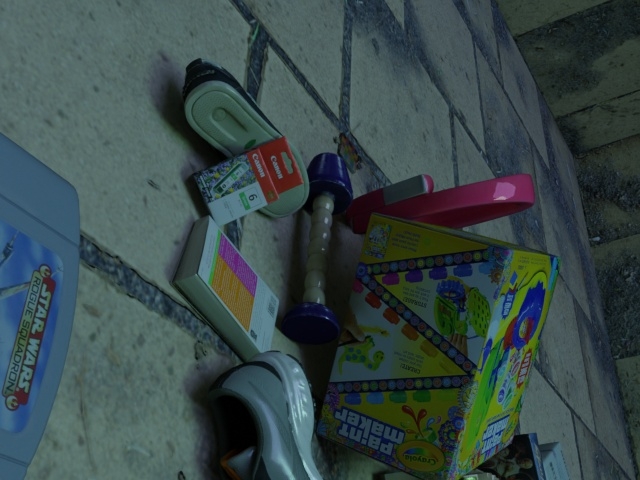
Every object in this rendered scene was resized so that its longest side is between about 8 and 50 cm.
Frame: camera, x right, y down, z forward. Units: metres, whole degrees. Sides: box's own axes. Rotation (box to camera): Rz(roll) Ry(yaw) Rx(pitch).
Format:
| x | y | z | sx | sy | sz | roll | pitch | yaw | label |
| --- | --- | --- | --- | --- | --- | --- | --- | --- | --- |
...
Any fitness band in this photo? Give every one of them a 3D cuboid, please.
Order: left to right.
| x | y | z | sx | sy | sz | roll | pitch | yaw | label |
| --- | --- | --- | --- | --- | --- | --- | --- | --- | --- |
| 0.167 | -0.046 | 1.133 | 0.208 | 0.290 | 0.054 | 1 | 80 | -38 | fitness band |

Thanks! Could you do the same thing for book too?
| x | y | z | sx | sy | sz | roll | pitch | yaw | label |
| --- | --- | --- | --- | --- | --- | --- | --- | --- | --- |
| -0.095 | 0.054 | 0.848 | 0.144 | 0.035 | 0.096 | 54 | 28 | -33 | book |

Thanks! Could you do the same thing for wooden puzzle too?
| x | y | z | sx | sy | sz | roll | pitch | yaw | label |
| --- | --- | --- | --- | --- | --- | --- | --- | --- | --- |
| 0.044 | -0.140 | 1.265 | 0.083 | 0.006 | 0.049 | 50 | 34 | -38 | wooden puzzle |

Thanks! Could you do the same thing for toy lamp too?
| x | y | z | sx | sy | sz | roll | pitch | yaw | label |
| --- | --- | --- | --- | --- | --- | --- | --- | --- | --- |
| 0.000 | 0.000 | 1.015 | 0.080 | 0.080 | 0.275 | 47 | 38 | -41 | toy lamp |

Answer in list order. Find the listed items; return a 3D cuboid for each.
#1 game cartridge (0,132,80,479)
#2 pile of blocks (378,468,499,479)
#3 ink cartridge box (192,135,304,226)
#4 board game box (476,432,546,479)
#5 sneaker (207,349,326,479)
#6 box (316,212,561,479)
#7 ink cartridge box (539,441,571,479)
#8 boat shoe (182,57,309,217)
| x | y | z | sx | sy | sz | roll | pitch | yaw | label |
| --- | --- | --- | --- | --- | --- | --- | --- | --- | --- |
| -0.256 | 0.042 | 0.521 | 0.198 | 0.062 | 0.297 | 39 | 41 | -42 | game cartridge |
| 0.253 | 0.382 | 1.026 | 0.362 | 0.112 | 0.149 | 23 | 64 | -11 | pile of blocks |
| -0.077 | -0.067 | 0.871 | 0.063 | 0.115 | 0.029 | 68 | -12 | -13 | ink cartridge box |
| 0.262 | 0.420 | 1.164 | 0.042 | 0.165 | 0.244 | 23 | 54 | -57 | board game box |
| -0.045 | 0.249 | 0.770 | 0.108 | 0.100 | 0.272 | -8 | 75 | -53 | sneaker |
| 0.164 | 0.128 | 1.021 | 0.290 | 0.176 | 0.279 | 5 | 101 | -62 | box |
| 0.365 | 0.444 | 1.389 | 0.176 | 0.127 | 0.128 | 2 | 72 | -62 | ink cartridge box |
| -0.083 | -0.115 | 0.925 | 0.233 | 0.084 | 0.079 | 52 | 6 | -45 | boat shoe |
